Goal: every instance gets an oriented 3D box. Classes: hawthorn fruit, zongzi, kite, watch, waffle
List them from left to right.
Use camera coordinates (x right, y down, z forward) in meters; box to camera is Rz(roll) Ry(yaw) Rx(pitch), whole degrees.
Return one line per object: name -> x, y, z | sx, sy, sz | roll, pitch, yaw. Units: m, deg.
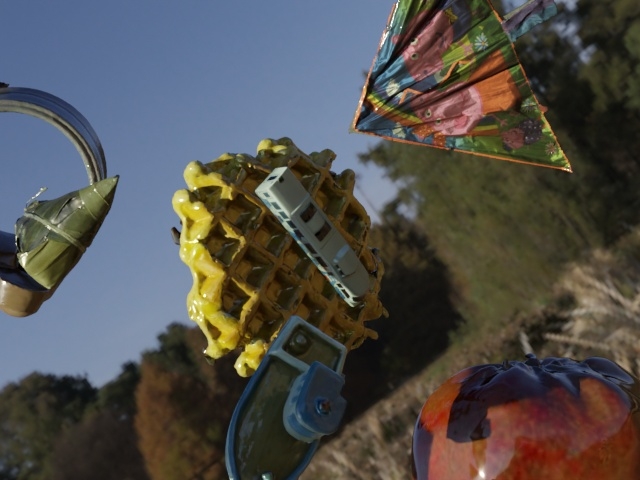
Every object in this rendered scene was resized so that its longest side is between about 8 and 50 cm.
watch -> -0.522, -0.086, 1.683 | 0.314, 0.335, 0.327 | -125, 54, -74
zongzi -> -0.226, -0.028, 0.941 | 0.119, 0.055, 0.109 | -50, 31, 4
waffle -> -0.055, 0.022, 1.686 | 0.379, 0.382, 0.095 | -16, -2, -36
kite -> 0.131, -0.158, 1.008 | 0.234, 0.321, 0.016 | -32, 28, 2
hawthorn fruit -> 0.259, 0.281, 1.182 | 0.308, 0.325, 0.308 | -24, -6, -3

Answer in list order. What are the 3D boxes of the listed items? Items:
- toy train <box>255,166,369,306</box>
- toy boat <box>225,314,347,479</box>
toy train -> 0.000, 0.000, 1.296 | 0.047, 0.207, 0.043 | -3, 41, 53
toy boat -> -0.029, 0.159, 0.987 | 0.102, 0.088, 0.215 | -45, 15, 56
